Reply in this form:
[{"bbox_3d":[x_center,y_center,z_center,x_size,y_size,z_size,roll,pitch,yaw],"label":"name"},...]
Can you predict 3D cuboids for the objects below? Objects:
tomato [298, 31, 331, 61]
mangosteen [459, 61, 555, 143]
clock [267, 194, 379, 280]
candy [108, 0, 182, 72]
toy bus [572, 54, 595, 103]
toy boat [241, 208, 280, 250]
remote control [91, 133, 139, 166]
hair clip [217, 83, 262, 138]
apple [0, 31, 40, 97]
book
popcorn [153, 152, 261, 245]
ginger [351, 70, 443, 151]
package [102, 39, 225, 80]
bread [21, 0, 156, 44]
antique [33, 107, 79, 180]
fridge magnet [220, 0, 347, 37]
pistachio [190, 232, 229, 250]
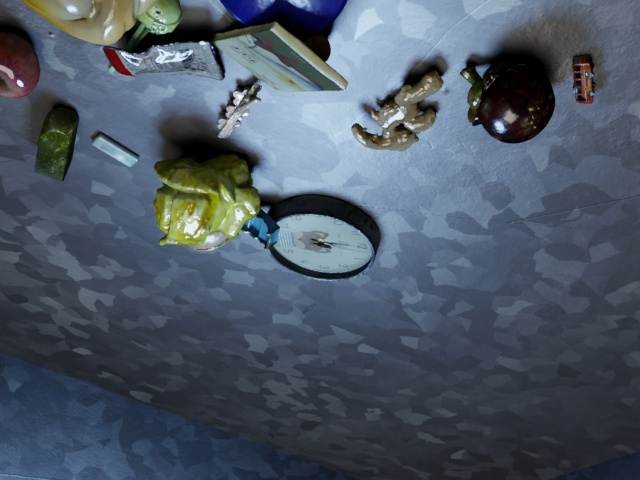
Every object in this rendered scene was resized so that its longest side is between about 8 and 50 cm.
[{"bbox_3d":[-0.021,-0.395,1.624,0.087,0.087,0.075,-2,101,20],"label":"tomato"},{"bbox_3d":[0.382,-0.279,1.613,0.184,0.172,0.172,12,156,50],"label":"mangosteen"},{"bbox_3d":[0.000,0.000,2.191,0.325,0.067,0.325,8,145,6],"label":"clock"},{"bbox_3d":[-0.393,-0.434,1.699,0.093,0.092,0.335,-11,171,-38],"label":"candy"},{"bbox_3d":[0.530,-0.323,1.602,0.043,0.031,0.110,0,142,21],"label":"toy bus"},{"bbox_3d":[-0.191,-0.047,2.118,0.185,0.077,0.075,39,131,28],"label":"toy boat"},{"bbox_3d":[-0.532,-0.233,2.062,0.124,0.018,0.053,32,140,-27],"label":"remote control"},{"bbox_3d":[-0.189,-0.303,1.835,0.062,0.056,0.214,11,158,-28],"label":"hair clip"},{"bbox_3d":[-0.708,-0.398,1.792,0.153,0.120,0.153,13,149,8],"label":"apple"},{"bbox_3d":[-0.087,-0.365,1.614,0.201,0.026,0.289,33,170,-29],"label":"book"},{"bbox_3d":[-0.294,-0.103,2.013,0.276,0.276,0.226,2,108,14],"label":"popcorn"},{"bbox_3d":[0.194,-0.280,1.746,0.149,0.065,0.258,18,141,-31],"label":"ginger"},{"bbox_3d":[-0.337,-0.385,1.721,0.239,0.030,0.154,-2,165,4],"label":"package"},{"bbox_3d":[-0.464,-0.548,1.392,0.329,0.245,0.424,-22,128,38],"label":"bread"},{"bbox_3d":[-0.671,-0.251,2.025,0.080,0.081,0.221,18,144,-13],"label":"antique"},{"bbox_3d":[-0.075,-0.490,1.475,0.265,0.113,0.265,9,146,6],"label":"fridge magnet"},{"bbox_3d":[-0.316,-0.035,2.203,0.184,0.124,0.124,-10,143,3],"label":"pistachio"}]
